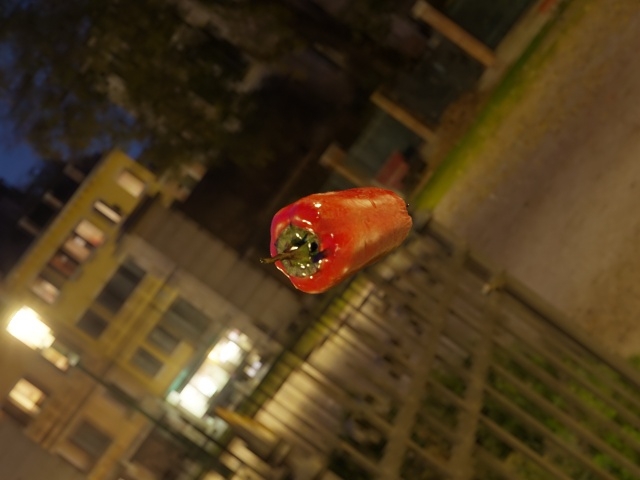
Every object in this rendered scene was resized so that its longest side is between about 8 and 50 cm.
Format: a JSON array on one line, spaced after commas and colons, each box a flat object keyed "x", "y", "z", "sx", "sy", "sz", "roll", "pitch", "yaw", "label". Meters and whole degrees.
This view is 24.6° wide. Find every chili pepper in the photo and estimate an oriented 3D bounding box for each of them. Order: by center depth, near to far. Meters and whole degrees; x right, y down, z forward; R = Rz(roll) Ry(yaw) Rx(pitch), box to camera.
[{"x": 0.000, "y": 0.000, "z": 1.248, "sx": 0.192, "sy": 0.084, "sz": 0.086, "roll": -17, "pitch": -34, "yaw": -57, "label": "chili pepper"}]
